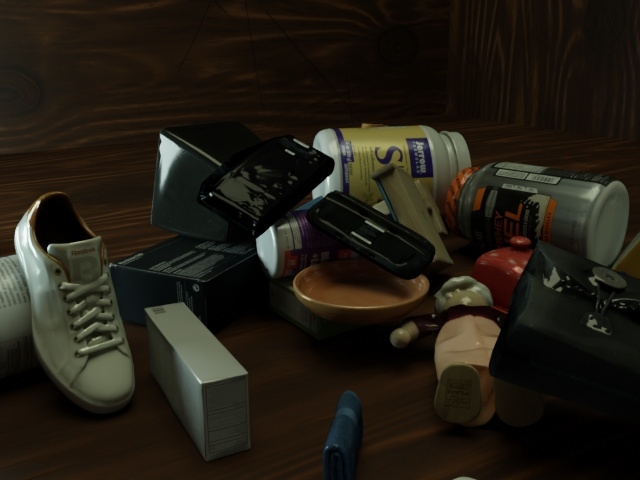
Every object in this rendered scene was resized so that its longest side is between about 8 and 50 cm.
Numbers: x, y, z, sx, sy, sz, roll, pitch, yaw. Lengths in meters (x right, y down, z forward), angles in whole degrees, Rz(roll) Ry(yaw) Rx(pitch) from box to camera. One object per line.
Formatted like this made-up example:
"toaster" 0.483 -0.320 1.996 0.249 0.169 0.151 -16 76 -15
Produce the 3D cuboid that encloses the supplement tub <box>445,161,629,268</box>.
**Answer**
"supplement tub" 0.420 -0.051 1.365 0.316 0.194 0.193 15 23 42

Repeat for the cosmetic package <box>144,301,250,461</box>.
"cosmetic package" -0.156 0.163 0.851 0.060 0.099 0.239 -7 18 -27

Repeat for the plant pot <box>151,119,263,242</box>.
"plant pot" -0.171 -0.096 1.242 0.167 0.188 0.187 28 29 33

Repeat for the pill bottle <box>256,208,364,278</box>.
"pill bottle" 0.000 0.000 1.139 0.193 0.108 0.108 -7 18 -21

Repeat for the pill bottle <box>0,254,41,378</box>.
"pill bottle" -0.451 0.109 0.930 0.283 0.161 0.160 -14 22 -38

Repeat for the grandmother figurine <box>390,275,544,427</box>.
"grandmother figurine" 0.200 0.134 0.940 0.207 0.104 0.342 9 15 7

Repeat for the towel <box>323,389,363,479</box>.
"towel" 0.027 0.212 0.729 0.029 0.067 0.119 1 17 11

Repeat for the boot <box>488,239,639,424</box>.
"boot" 0.444 0.111 0.786 0.444 0.146 0.367 16 22 18

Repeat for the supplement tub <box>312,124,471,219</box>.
"supplement tub" 0.156 -0.143 1.594 0.331 0.241 0.241 -4 17 -8

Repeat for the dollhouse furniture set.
"dollhouse furniture set" 0.083 0.022 1.365 0.303 0.198 0.286 -27 -15 19

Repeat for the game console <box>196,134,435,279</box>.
"game console" 0.003 -0.042 1.074 0.361 0.044 0.213 31 47 18

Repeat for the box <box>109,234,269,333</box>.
"box" -0.200 0.060 1.180 0.184 0.103 0.261 11 19 23

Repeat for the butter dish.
"butter dish" 0.332 0.051 1.161 0.159 0.118 0.160 -12 20 -30

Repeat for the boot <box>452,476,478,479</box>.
"boot" 0.107 0.257 0.572 0.190 0.069 0.086 -14 18 -42

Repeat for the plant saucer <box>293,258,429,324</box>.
"plant saucer" 0.060 0.075 1.017 0.199 0.037 0.200 0 18 0

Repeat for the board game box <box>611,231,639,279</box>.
"board game box" 0.625 -0.052 1.173 0.064 0.317 0.242 41 33 17

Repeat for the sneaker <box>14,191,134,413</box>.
"sneaker" -0.305 0.072 0.857 0.105 0.290 0.123 -17 -18 -41

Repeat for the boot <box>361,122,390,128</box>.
"boot" 0.115 -0.206 1.854 0.104 0.211 0.295 7 19 25

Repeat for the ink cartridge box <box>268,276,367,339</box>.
"ink cartridge box" 0.015 0.102 1.099 0.108 0.062 0.209 -12 20 -33
